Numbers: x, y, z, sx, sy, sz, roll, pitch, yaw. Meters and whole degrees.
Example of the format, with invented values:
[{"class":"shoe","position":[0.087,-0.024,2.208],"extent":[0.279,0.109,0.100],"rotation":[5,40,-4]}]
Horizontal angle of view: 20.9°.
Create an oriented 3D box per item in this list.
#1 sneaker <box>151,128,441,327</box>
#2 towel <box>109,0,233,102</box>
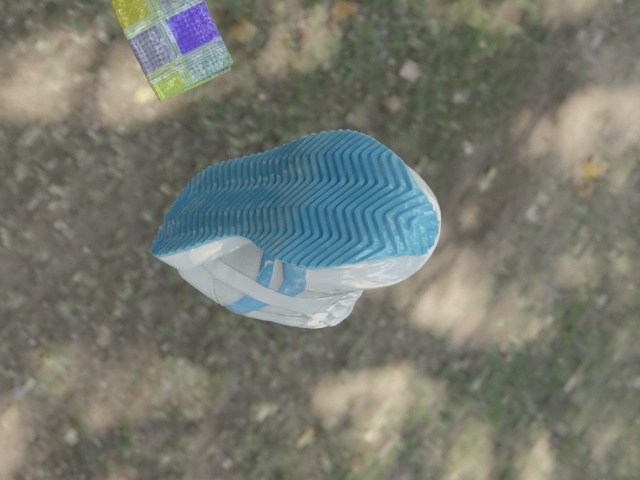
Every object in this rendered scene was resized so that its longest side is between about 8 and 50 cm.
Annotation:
[{"class":"sneaker","position":[0.000,0.000,0.973],"extent":[0.092,0.228,0.087],"rotation":[38,70,-27]},{"class":"towel","position":[-0.095,-0.135,1.093],"extent":[0.060,0.009,0.083],"rotation":[-28,102,-22]}]
